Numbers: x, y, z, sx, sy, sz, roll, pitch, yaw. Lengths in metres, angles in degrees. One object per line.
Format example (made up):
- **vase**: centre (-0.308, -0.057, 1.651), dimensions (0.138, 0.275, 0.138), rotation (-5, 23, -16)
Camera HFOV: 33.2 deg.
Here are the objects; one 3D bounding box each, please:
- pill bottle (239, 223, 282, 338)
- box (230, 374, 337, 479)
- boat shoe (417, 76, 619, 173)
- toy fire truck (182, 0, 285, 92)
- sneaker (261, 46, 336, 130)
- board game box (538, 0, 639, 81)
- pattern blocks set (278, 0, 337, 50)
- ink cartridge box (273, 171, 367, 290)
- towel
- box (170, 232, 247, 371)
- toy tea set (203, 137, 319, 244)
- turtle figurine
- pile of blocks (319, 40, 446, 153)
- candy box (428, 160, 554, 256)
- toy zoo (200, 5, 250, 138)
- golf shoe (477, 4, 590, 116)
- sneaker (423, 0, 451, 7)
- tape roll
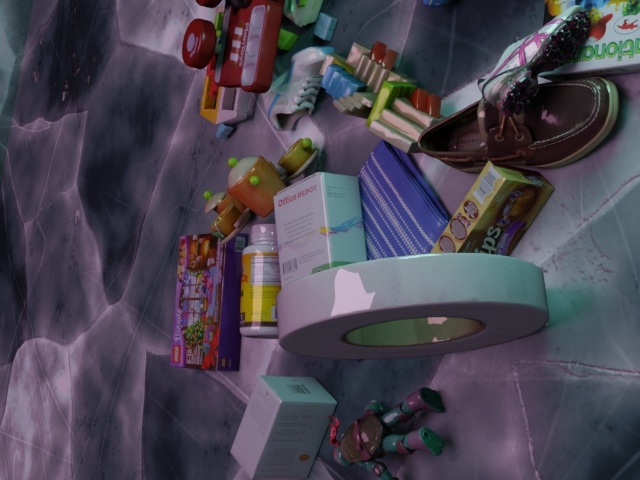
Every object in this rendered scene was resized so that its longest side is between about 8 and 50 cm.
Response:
- **pill bottle**: centre (-0.095, 0.080, 2.068), dimensions (0.117, 0.117, 0.215), rotation (-11, 74, 52)
- **box**: centre (-0.069, 0.343, 1.970), dimensions (0.091, 0.130, 0.170), rotation (41, 115, 48)
- **boat shoe**: centre (0.282, -0.172, 1.600), dimensions (0.342, 0.123, 0.123), rotation (-8, 77, 53)
- **toy fire truck**: centre (-0.138, -0.441, 2.120), dimensions (0.254, 0.169, 0.302), rotation (15, 95, 59)
- **sneaker**: centre (-0.032, -0.299, 2.095), dimensions (0.229, 0.087, 0.092), rotation (-41, 58, 51)
- **board game box**: centre (0.438, -0.330, 1.480), dimensions (0.305, 0.053, 0.193), rotation (2, 85, 54)
- **pattern blocks set**: centre (-0.044, -0.531, 2.196), dimensions (0.325, 0.026, 0.285), rotation (25, 104, 52)
- **ink cartridge box**: centre (0.000, 0.000, 1.921), dimensions (0.154, 0.093, 0.212), rotation (-23, 71, 50)
- **towel**: centre (0.095, 0.014, 1.901), dimensions (0.336, 0.040, 0.243), rotation (-59, 44, 31)
- **box**: centre (-0.242, 0.132, 2.307), dimensions (0.201, 0.057, 0.293), rotation (-6, 79, 54)
- **toy tea set**: centre (-0.157, -0.109, 2.120), dimensions (0.336, 0.124, 0.200), rotation (-33, 18, 48)
- **turtle figurine**: centre (0.100, 0.334, 1.766), dimensions (0.234, 0.118, 0.175), rotation (-34, 57, 39)
- **pile of blocks**: centre (0.094, -0.276, 1.855), dimensions (0.362, 0.149, 0.112), rotation (47, 121, 47)
- **candy box**: centre (0.256, -0.026, 1.621), dimensions (0.186, 0.109, 0.053), rotation (-61, 41, 25)
- **toy zoo**: centre (-0.200, -0.370, 2.354), dimensions (0.192, 0.030, 0.293), rotation (16, 97, 59)
- **golf shoe**: centre (0.298, -0.266, 1.515), dimensions (0.186, 0.067, 0.086), rotation (-46, 50, 5)
- **sneaker**: centre (0.221, -0.454, 1.771), dimensions (0.240, 0.091, 0.126), rotation (-170, 78, -71)
- **tape roll**: centre (0.131, 0.102, 1.532), dimensions (0.392, 0.392, 0.072), rotation (-25, 64, 49)
